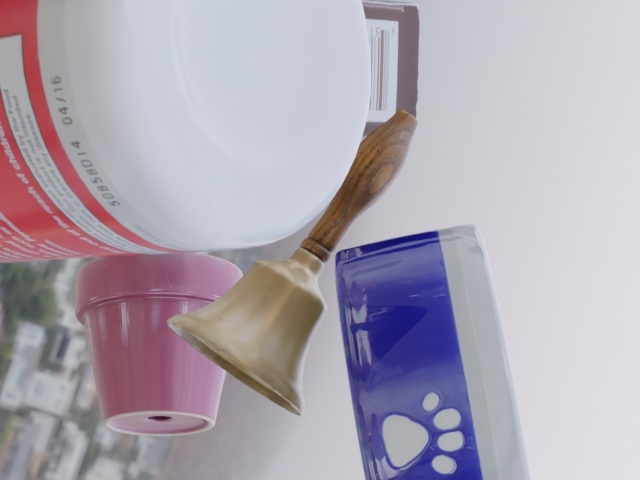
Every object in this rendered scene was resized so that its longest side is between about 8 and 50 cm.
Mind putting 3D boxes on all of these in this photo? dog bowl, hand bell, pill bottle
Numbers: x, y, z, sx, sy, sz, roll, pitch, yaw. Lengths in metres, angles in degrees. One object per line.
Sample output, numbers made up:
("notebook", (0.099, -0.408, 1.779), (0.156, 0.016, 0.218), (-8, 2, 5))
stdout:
("dog bowl", (0.084, 0.125, 1.080), (0.265, 0.104, 0.265), (-10, 90, -86))
("hand bell", (0.000, 0.000, 1.181), (0.242, 0.126, 0.126), (-56, -168, -10))
("pill bottle", (-0.190, -0.100, 0.975), (0.407, 0.229, 0.229), (-3, -117, 39))

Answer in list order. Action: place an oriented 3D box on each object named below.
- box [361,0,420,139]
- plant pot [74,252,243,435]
("box", (-0.094, -0.178, 1.540), (0.381, 0.191, 0.143), (7, -83, 50))
("plant pot", (-0.187, 0.126, 1.773), (0.201, 0.201, 0.180), (138, -46, -63))
